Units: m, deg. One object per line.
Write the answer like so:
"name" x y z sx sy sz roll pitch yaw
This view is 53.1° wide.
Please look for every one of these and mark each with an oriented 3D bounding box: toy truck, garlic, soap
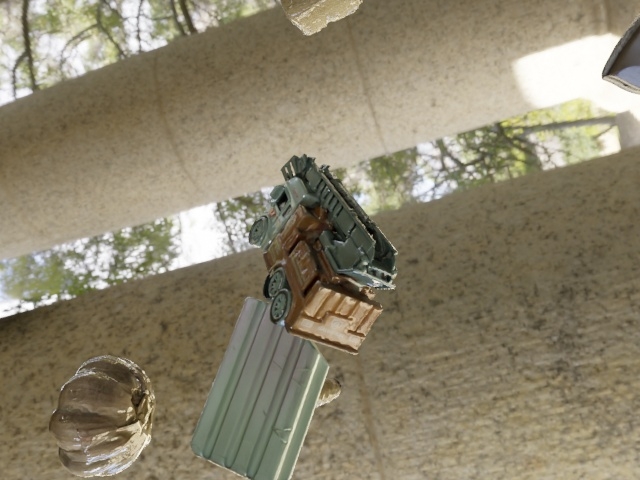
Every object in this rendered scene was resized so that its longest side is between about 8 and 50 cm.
"toy truck" 0.000 0.000 0.992 0.133 0.184 0.338 23 -156 -29
"garlic" -0.391 0.323 1.191 0.228 0.152 0.227 6 -90 -77
"soap" -0.095 0.263 1.126 0.095 0.173 0.289 44 -117 -62

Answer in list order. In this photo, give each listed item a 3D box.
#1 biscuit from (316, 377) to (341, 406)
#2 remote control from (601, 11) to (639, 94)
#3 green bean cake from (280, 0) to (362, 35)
"biscuit" -0.050 0.312 1.268 0.219 0.061 0.055 -1 -89 -44
"remote control" 0.236 -0.151 0.389 0.212 0.059 0.028 84 -156 -71
"green bean cake" -0.015 -0.419 0.972 0.085 0.109 0.179 9 -120 -64
